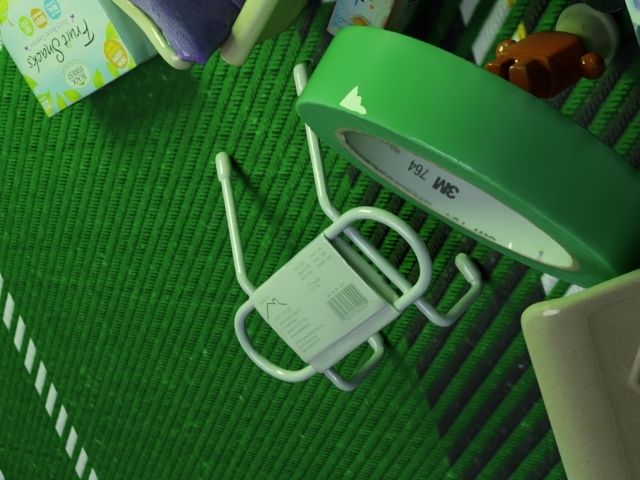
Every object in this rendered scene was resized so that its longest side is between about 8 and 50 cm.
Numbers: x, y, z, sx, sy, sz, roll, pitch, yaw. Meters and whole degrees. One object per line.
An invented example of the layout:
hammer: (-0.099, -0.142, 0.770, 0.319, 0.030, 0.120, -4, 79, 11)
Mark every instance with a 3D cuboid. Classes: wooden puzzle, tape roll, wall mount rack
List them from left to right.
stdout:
wall mount rack: (0.000, 0.000, 1.404, 0.304, 0.130, 0.350, 47, 141, -1)
tape roll: (0.133, -0.065, 1.116, 0.321, 0.077, 0.321, 29, 176, 2)
wooden puzzle: (0.362, 0.121, 1.074, 0.348, 0.080, 0.322, -19, 116, 4)

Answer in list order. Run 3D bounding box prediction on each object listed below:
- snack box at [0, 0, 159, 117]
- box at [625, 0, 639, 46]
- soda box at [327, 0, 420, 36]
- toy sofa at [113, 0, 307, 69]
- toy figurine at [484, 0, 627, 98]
snack box: (-0.289, -0.256, 1.513, 0.207, 0.070, 0.174, -17, 107, 49)
box: (0.406, -0.135, 0.754, 0.395, 0.212, 0.293, -22, 85, 56)
soda box: (0.067, -0.255, 1.187, 0.058, 0.063, 0.183, 39, 138, 15)
toy sofa: (-0.166, -0.338, 1.237, 0.362, 0.177, 0.150, 43, 129, 9)
toy figurine: (0.183, -0.236, 1.040, 0.209, 0.148, 0.213, 50, 143, 10)
